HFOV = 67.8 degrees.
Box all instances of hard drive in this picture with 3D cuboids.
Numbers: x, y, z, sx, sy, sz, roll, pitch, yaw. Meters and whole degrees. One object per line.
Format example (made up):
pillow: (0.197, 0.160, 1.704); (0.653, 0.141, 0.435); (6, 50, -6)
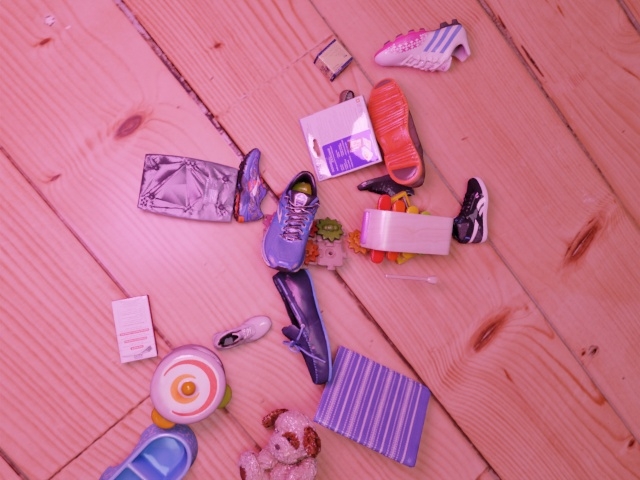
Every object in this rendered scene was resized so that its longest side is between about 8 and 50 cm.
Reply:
hard drive: (-0.370, -0.144, 1.342); (0.255, 0.054, 0.171); (8, 84, -13)

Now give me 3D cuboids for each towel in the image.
towel: (0.161, 0.483, 1.396); (0.336, 0.040, 0.243); (29, 56, -9)

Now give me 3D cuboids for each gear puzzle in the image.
gear puzzle: (0.000, 0.000, 1.394); (0.339, 0.044, 0.175); (5, 60, -13)

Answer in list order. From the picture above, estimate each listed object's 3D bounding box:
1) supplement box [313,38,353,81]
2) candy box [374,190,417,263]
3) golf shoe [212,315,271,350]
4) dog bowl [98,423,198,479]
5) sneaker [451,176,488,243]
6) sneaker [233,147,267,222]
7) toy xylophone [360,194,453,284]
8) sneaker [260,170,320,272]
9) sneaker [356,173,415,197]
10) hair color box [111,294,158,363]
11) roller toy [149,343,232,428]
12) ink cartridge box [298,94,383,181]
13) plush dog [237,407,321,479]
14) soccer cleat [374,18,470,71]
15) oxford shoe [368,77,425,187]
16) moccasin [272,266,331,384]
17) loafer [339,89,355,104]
supplement box: (0.039, -0.554, 1.466); (0.083, 0.056, 0.083); (45, 78, -7)
candy box: (0.249, -0.039, 1.476); (0.105, 0.027, 0.205); (-26, 106, -11)
golf shoe: (-0.215, 0.265, 1.337); (0.176, 0.086, 0.069); (-23, 90, -15)
dog bowl: (-0.460, 0.620, 1.260); (0.297, 0.074, 0.166); (-45, 97, -13)
sneaker: (0.467, -0.096, 1.527); (0.121, 0.079, 0.216); (-4, 89, -15)
sneaker: (-0.197, -0.158, 1.381); (0.087, 0.083, 0.221); (8, 90, -26)
toy xylophone: (0.268, 0.004, 1.427); (0.323, 0.081, 0.236); (13, 91, -24)
sneaker: (-0.078, -0.062, 1.297); (0.130, 0.147, 0.329); (14, 54, -7)
sneaker: (0.204, -0.157, 1.483); (0.170, 0.051, 0.089); (-19, 88, -17)
hair color box: (-0.501, 0.237, 1.286); (0.093, 0.053, 0.167); (-9, 87, -15)
roller toy: (-0.351, 0.380, 1.264); (0.210, 0.146, 0.190); (-12, 89, -13)
ink cartridge box: (0.062, -0.305, 1.439); (0.209, 0.045, 0.206); (-16, 92, 16)
plush dog: (-0.073, 0.581, 1.303); (0.211, 0.263, 0.225); (4, 96, -46)
soccer cleat: (0.335, -0.593, 1.509); (0.332, 0.116, 0.143); (-23, 92, -14)
oxford shoe: (0.241, -0.330, 1.485); (0.130, 0.133, 0.363); (-17, 75, 27)
moccasin: (-0.062, 0.247, 1.362); (0.117, 0.138, 0.341); (-11, 75, -24)
loafer: (0.085, -0.398, 1.470); (0.056, 0.050, 0.147); (-6, 87, -13)
